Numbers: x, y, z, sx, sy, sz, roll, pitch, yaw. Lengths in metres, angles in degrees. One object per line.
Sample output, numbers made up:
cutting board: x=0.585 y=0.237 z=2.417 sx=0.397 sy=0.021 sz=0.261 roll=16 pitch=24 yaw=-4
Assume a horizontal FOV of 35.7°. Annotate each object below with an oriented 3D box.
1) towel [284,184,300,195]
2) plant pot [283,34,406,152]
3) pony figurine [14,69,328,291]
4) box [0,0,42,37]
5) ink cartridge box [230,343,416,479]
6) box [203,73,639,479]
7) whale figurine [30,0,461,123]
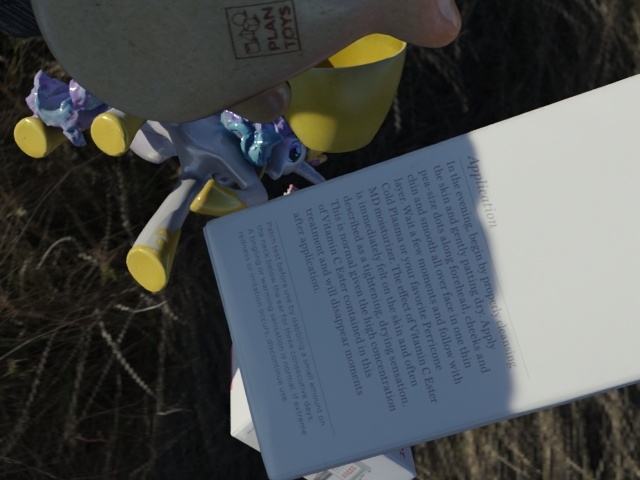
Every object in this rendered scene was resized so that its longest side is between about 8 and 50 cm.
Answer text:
towel: x=0.000 y=0.000 z=1.445 sx=0.144 sy=0.197 sz=0.029 roll=34 pitch=112 yaw=-13
plant pot: x=0.014 y=-0.138 z=0.929 sx=0.134 sy=0.134 sz=0.095 roll=-21 pitch=123 yaw=-28
pony figurine: x=-0.164 y=-0.145 z=1.137 sx=0.351 sy=0.303 sz=0.363 roll=48 pitch=33 yaw=3
box: x=-0.253 y=-0.238 z=0.786 sx=0.233 sy=0.183 sz=0.059 roll=29 pitch=70 yaw=-56
ink cartridge box: x=0.002 y=0.263 z=1.545 sx=0.283 sy=0.117 sz=0.207 roll=36 pitch=23 yaw=-25
box: x=0.134 y=0.026 z=0.657 sx=0.345 sy=0.215 sz=0.168 roll=-18 pitch=79 yaw=12
whale figurine: x=-0.047 y=-0.177 z=0.647 sx=0.272 sy=0.216 sz=0.141 roll=-5 pitch=47 yaw=6
